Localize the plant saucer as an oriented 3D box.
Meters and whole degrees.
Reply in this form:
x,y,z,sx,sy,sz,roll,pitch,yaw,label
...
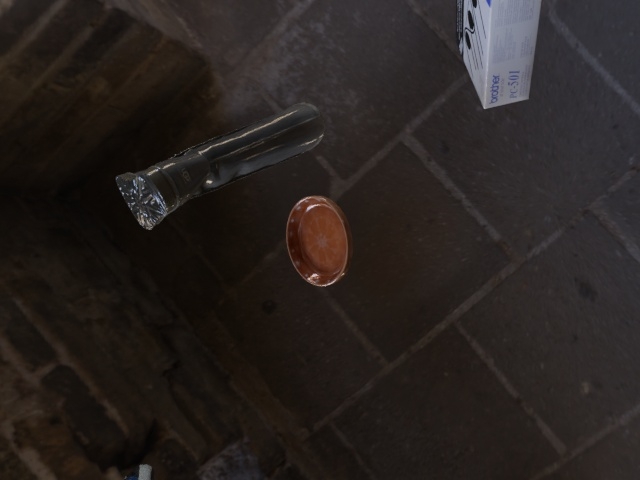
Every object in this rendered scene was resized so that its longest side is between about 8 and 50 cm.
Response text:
x,y,z,sx,sy,sz,roll,pitch,yaw,label
0.000,0.000,0.663,0.083,0.013,0.083,12,107,47,plant saucer

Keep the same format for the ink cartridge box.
x,y,z,sx,sy,sz,roll,pitch,yaw,label
0.146,-0.218,0.597,0.046,0.207,0.097,-13,55,1,ink cartridge box

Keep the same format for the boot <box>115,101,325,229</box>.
x,y,z,sx,sy,sz,roll,pitch,yaw,label
-0.118,-0.092,0.832,0.189,0.208,0.076,3,124,59,boot

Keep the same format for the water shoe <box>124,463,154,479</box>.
x,y,z,sx,sy,sz,roll,pitch,yaw,label
-0.234,0.310,0.826,0.080,0.203,0.073,-1,91,-9,water shoe
